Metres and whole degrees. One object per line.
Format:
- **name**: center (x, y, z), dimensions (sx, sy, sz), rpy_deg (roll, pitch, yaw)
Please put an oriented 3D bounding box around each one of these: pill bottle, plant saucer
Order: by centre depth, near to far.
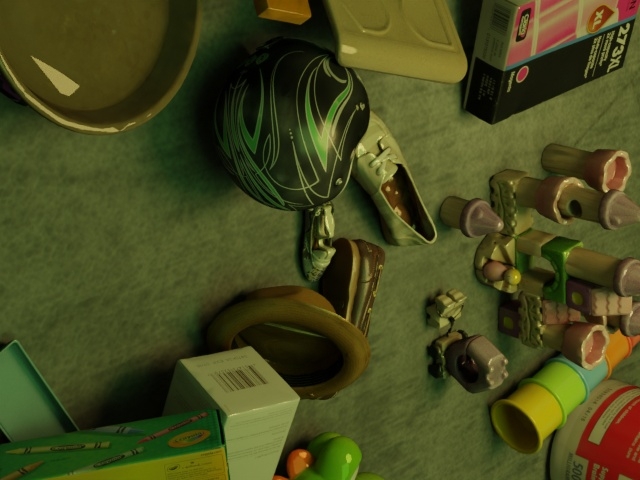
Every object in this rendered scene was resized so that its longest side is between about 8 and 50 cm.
- **plant saucer**: center (-0.223, -0.239, 1.210), dimensions (0.278, 0.041, 0.278), rpy_deg (-3, 94, -50)
- **plant saucer**: center (-0.302, 0.189, 1.331), dimensions (0.067, 0.018, 0.192), rpy_deg (-43, 128, -24)
- **pill bottle**: center (0.575, 0.378, 1.942), dimensions (0.229, 0.407, 0.229), rpy_deg (-15, 113, -39)

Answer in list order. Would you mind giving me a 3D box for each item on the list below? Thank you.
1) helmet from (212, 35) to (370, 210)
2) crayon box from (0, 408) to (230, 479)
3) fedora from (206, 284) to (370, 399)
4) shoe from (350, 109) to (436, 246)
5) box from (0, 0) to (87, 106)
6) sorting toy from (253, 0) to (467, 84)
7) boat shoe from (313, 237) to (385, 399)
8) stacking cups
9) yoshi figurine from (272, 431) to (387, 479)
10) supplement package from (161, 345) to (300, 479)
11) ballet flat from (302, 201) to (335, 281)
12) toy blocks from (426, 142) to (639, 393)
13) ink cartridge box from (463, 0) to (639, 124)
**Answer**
- **helmet**: center (-0.037, -0.119, 1.376), dimensions (0.169, 0.169, 0.162), rpy_deg (50, 52, -41)
- **crayon box**: center (-0.226, 0.282, 1.297), dimensions (0.278, 0.081, 0.165), rpy_deg (-9, 114, -7)
- **fedora**: center (-0.036, 0.108, 1.489), dimensions (0.194, 0.194, 0.079), rpy_deg (55, 26, -39)
- **shoe**: center (0.089, -0.076, 1.579), dimensions (0.076, 0.058, 0.219), rpy_deg (-46, 130, -22)
- **box**: center (-0.307, -0.216, 1.182), dimensions (0.162, 0.029, 0.116), rpy_deg (39, 75, -42)
- **sorting toy**: center (0.028, -0.291, 1.409), dimensions (0.307, 0.041, 0.229), rpy_deg (2, 68, -44)
- **boat shoe**: center (0.033, 0.101, 1.577), dimensions (0.073, 0.073, 0.207), rpy_deg (13, 95, -43)
- **stacking cups**: center (0.396, 0.206, 1.941), dimensions (0.316, 0.096, 0.096), rpy_deg (-31, 123, -33)
- **yoshi figurine**: center (0.000, 0.429, 1.589), dimensions (0.203, 0.203, 0.362), rpy_deg (32, 78, -60)
- **supplement package**: center (-0.113, 0.224, 1.423), dimensions (0.105, 0.105, 0.179), rpy_deg (-8, 127, -41)
- **ballet flat**: center (0.000, 0.000, 1.535), dimensions (0.041, 0.041, 0.114), rpy_deg (-14, 114, -40)
- **toy blocks**: center (0.339, 0.052, 1.717), dimensions (0.309, 0.260, 0.289), rpy_deg (-24, 120, -36)
- **ink cartridge box**: center (0.347, -0.294, 1.720), dimensions (0.371, 0.069, 0.176), rpy_deg (-27, 138, -37)
